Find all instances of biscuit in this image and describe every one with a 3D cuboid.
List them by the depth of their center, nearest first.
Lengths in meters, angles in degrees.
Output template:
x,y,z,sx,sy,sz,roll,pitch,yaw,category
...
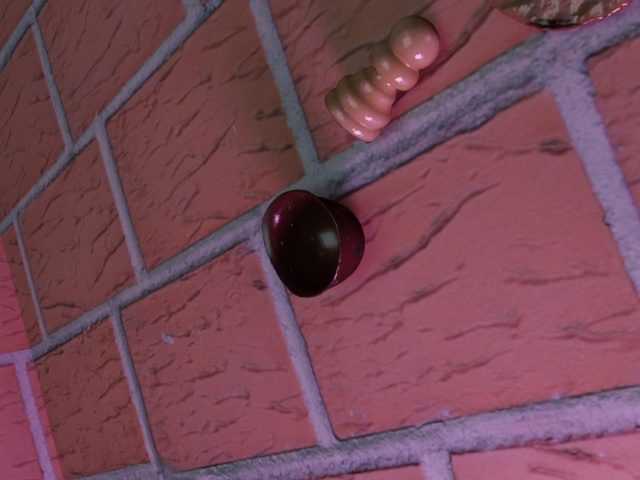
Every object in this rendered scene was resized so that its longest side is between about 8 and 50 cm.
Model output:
x,y,z,sx,sy,sz,roll,pitch,yaw,category
0.274,-0.303,0.690,0.249,0.032,0.133,10,102,41,biscuit

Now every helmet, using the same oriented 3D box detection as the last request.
x,y,z,sx,sy,sz,roll,pitch,yaw,category
0.000,0.000,0.934,0.175,0.106,0.155,19,107,41,helmet

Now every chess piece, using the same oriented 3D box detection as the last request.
x,y,z,sx,sy,sz,roll,pitch,yaw,category
0.093,-0.223,0.839,0.170,0.094,0.094,-44,67,28,chess piece
